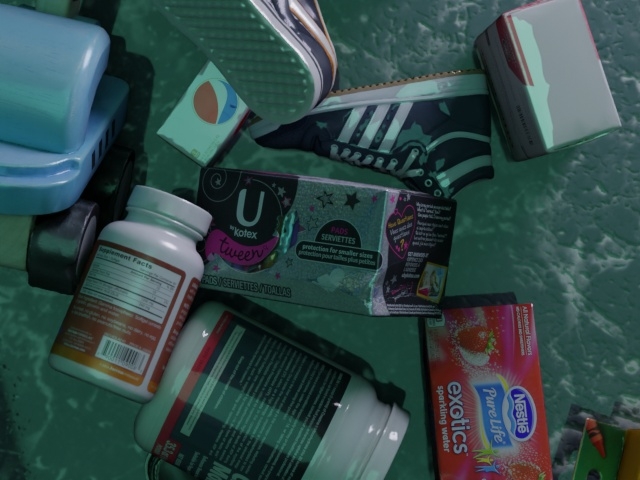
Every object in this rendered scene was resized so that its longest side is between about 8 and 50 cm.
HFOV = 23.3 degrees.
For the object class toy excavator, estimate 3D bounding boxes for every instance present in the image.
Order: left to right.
[{"bbox_3d":[-0.298,-0.226,1.723,0.222,0.433,0.445,15,120,1],"label":"toy excavator"}]

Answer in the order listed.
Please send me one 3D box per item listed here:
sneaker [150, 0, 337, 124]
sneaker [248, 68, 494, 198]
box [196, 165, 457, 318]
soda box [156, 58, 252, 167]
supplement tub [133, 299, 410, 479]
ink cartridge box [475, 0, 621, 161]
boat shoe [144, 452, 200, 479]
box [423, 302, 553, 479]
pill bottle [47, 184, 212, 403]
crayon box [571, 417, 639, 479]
[{"bbox_3d":[-0.101,-0.275,1.706,0.126,0.127,0.321,-32,95,27],"label":"sneaker"},{"bbox_3d":[0.066,-0.101,1.796,0.282,0.099,0.153,-10,90,-1],"label":"sneaker"},{"bbox_3d":[0.000,0.000,1.721,0.247,0.163,0.142,7,91,33],"label":"box"},{"bbox_3d":[-0.099,-0.189,1.812,0.074,0.069,0.216,36,93,0],"label":"soda box"},{"bbox_3d":[-0.056,0.206,1.762,0.272,0.191,0.191,28,92,1],"label":"supplement tub"},{"bbox_3d":[0.248,-0.177,1.728,0.092,0.218,0.158,-18,91,-3],"label":"ink cartridge box"},{"bbox_3d":[-0.096,0.357,1.817,0.114,0.091,0.302,-43,90,2],"label":"boat shoe"},{"bbox_3d":[0.188,0.209,1.754,0.128,0.122,0.256,-4,72,1],"label":"box"},{"bbox_3d":[-0.198,0.056,1.665,0.121,0.121,0.216,22,81,1],"label":"pill bottle"},{"bbox_3d":[0.435,0.337,1.763,0.319,0.081,0.202,16,80,-9],"label":"crayon box"}]
